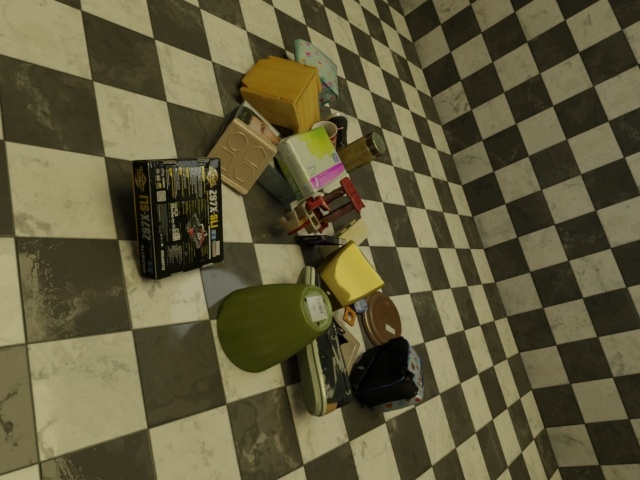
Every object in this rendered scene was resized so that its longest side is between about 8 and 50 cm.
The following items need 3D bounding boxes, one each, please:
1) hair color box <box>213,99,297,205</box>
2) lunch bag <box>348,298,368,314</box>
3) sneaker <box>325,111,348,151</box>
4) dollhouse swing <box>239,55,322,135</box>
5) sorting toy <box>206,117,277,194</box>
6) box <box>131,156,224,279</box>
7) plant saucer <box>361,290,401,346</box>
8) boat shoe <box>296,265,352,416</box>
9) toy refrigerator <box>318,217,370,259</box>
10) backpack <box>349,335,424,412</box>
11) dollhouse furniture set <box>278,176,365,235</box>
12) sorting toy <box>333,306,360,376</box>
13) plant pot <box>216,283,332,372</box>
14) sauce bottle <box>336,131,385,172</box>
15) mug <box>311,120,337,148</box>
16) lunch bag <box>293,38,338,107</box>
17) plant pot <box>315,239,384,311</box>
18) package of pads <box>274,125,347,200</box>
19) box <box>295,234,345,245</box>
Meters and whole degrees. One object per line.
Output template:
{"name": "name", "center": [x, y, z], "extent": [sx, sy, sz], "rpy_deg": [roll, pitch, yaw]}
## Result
{"name": "hair color box", "center": [-0.209, -0.326, 1.824], "extent": [0.374, 0.114, 0.185], "rpy_deg": [40, 43, -30]}
{"name": "lunch bag", "center": [0.145, 0.259, 1.979], "extent": [0.067, 0.065, 0.098], "rpy_deg": [-1, 69, -32]}
{"name": "sneaker", "center": [0.088, -0.466, 2.190], "extent": [0.295, 0.105, 0.146], "rpy_deg": [80, -2, -75]}
{"name": "dollhouse swing", "center": [-0.159, -0.558, 2.066], "extent": [0.315, 0.305, 0.346], "rpy_deg": [16, 46, 5]}
{"name": "sorting toy", "center": [-0.282, -0.292, 1.675], "extent": [0.193, 0.208, 0.038], "rpy_deg": [33, 4, -30]}
{"name": "box", "center": [-0.396, -0.071, 1.362], "extent": [0.257, 0.079, 0.321], "rpy_deg": [-19, 113, -55]}
{"name": "plant saucer", "center": [0.279, 0.351, 2.117], "extent": [0.278, 0.041, 0.277], "rpy_deg": [29, 49, -41]}
{"name": "boat shoe", "center": [0.004, 0.330, 1.626], "extent": [0.156, 0.187, 0.500], "rpy_deg": [-2, 69, -20]}
{"name": "toy refrigerator", "center": [0.105, -0.004, 2.046], "extent": [0.094, 0.102, 0.269], "rpy_deg": [61, 37, -7]}
{"name": "backpack", "center": [0.280, 0.513, 1.853], "extent": [0.213, 0.277, 0.263], "rpy_deg": [54, 30, -23]}
{"name": "dollhouse furniture set", "center": [0.018, -0.108, 1.857], "extent": [0.152, 0.201, 0.374], "rpy_deg": [60, 25, -7]}
{"name": "sorting toy", "center": [0.065, 0.407, 1.806], "extent": [0.196, 0.047, 0.347], "rpy_deg": [53, 42, -24]}
{"name": "plant pot", "center": [-0.117, 0.239, 1.463], "extent": [0.275, 0.294, 0.274], "rpy_deg": [29, 49, -40]}
{"name": "sauce bottle", "center": [0.110, -0.344, 2.039], "extent": [0.111, 0.344, 0.111], "rpy_deg": [28, 51, -42]}
{"name": "mug", "center": [0.025, -0.439, 2.123], "extent": [0.169, 0.113, 0.150], "rpy_deg": [85, 20, -55]}
{"name": "lunch bag", "center": [-0.040, -0.797, 2.270], "extent": [0.262, 0.160, 0.223], "rpy_deg": [29, 50, -47]}
{"name": "plant pot", "center": [0.073, 0.159, 1.812], "extent": [0.187, 0.212, 0.212], "rpy_deg": [-36, 90, -33]}
{"name": "package of pads", "center": [-0.037, -0.309, 1.848], "extent": [0.229, 0.101, 0.296], "rpy_deg": [62, 36, -8]}
{"name": "box", "center": [0.000, 0.000, 1.863], "extent": [0.116, 0.162, 0.029], "rpy_deg": [12, 82, -48]}
